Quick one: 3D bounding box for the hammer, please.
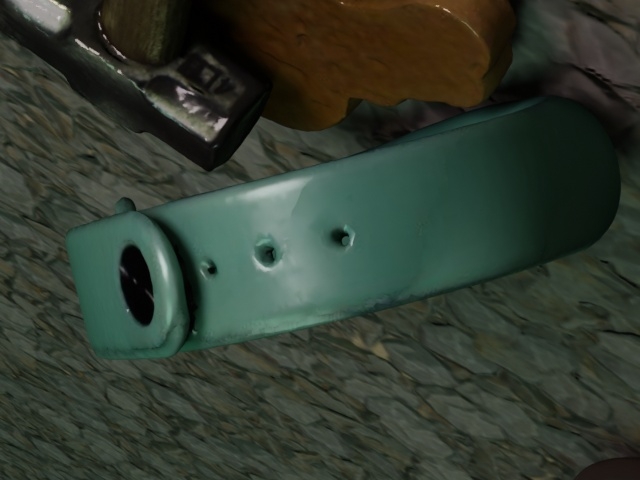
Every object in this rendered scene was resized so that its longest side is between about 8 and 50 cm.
[{"bbox_3d":[-0.048,-0.142,0.573,0.111,0.043,0.365,35,154,6],"label":"hammer"}]

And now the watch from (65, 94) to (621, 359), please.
[{"bbox_3d":[0.000,0.000,0.677,0.237,0.195,0.068,-8,97,61],"label":"watch"}]

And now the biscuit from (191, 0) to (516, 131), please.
[{"bbox_3d":[-0.026,-0.098,0.701,0.144,0.040,0.236,51,154,-24],"label":"biscuit"}]

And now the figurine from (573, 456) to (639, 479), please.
[{"bbox_3d":[0.180,0.283,1.012,0.203,0.248,0.380,-3,133,19],"label":"figurine"}]
